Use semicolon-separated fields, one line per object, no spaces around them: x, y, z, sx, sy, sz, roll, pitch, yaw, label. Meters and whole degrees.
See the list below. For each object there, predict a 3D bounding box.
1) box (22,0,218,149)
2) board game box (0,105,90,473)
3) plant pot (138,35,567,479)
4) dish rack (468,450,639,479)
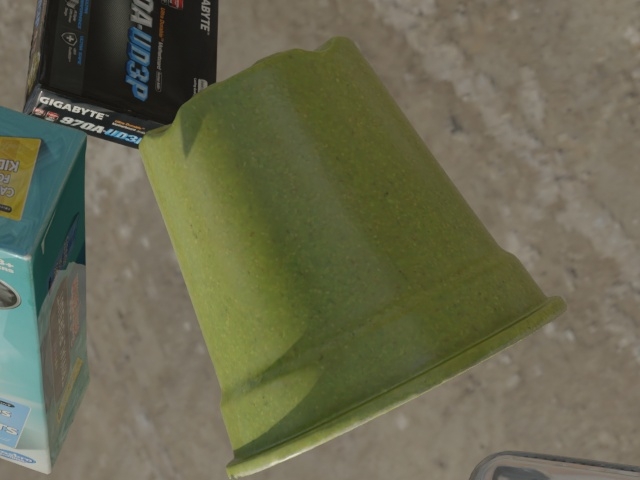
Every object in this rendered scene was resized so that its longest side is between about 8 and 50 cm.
-0.187;-0.191;1.380;0.051;0.175;0.220;-48;34;46;box
-0.267;0.013;0.833;0.253;0.079;0.336;18;152;1;board game box
0.000;0.000;1.056;0.276;0.276;0.254;-33;83;55;plant pot
0.251;0.312;1.256;0.333;0.285;0.072;3;144;26;dish rack
